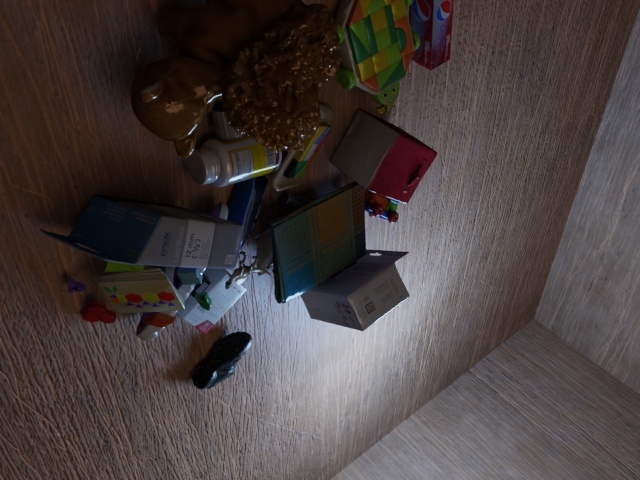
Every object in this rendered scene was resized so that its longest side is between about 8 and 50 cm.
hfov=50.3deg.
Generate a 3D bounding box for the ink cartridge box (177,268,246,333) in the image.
[{"bbox_3d":[-0.309,0.157,1.901,0.175,0.072,0.127,-47,145,-6],"label":"ink cartridge box"}]

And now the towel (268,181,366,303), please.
[{"bbox_3d":[0.000,0.000,1.986,0.370,0.040,0.271,-29,129,-38],"label":"towel"}]

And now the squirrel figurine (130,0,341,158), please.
[{"bbox_3d":[-0.172,-0.328,1.315,0.370,0.397,0.281,-48,152,-20],"label":"squirrel figurine"}]

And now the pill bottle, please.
[{"bbox_3d":[-0.207,-0.198,1.644,0.215,0.117,0.117,-20,136,-37],"label":"pill bottle"}]

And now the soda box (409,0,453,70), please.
[{"bbox_3d":[0.304,-0.608,1.872,0.083,0.092,0.263,-35,143,-24],"label":"soda box"}]

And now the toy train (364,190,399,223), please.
[{"bbox_3d":[0.165,-0.154,2.152,0.248,0.105,0.143,21,89,-48],"label":"toy train"}]

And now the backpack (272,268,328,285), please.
[{"bbox_3d":[-0.043,0.072,2.095,0.151,0.115,0.182,-58,148,5],"label":"backpack"}]

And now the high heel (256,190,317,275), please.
[{"bbox_3d":[-0.080,-0.005,1.990,0.186,0.093,0.261,15,101,-47],"label":"high heel"}]

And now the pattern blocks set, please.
[{"bbox_3d":[-0.419,0.120,1.581,0.325,0.026,0.285,2,143,1],"label":"pattern blocks set"}]

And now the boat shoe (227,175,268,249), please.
[{"bbox_3d":[-0.196,-0.054,1.807,0.089,0.109,0.258,-1,124,-53],"label":"boat shoe"}]

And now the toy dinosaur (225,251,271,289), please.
[{"bbox_3d":[-0.206,0.080,1.880,0.183,0.053,0.092,-20,131,-50],"label":"toy dinosaur"}]

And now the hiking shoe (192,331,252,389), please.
[{"bbox_3d":[-0.298,0.372,2.129,0.227,0.086,0.114,-43,159,-2],"label":"hiking shoe"}]

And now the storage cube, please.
[{"bbox_3d":[0.179,-0.242,1.976,0.193,0.215,0.183,15,111,-47],"label":"storage cube"}]

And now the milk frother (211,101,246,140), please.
[{"bbox_3d":[-0.177,-0.307,1.554,0.129,0.143,0.134,-41,143,-28],"label":"milk frother"}]

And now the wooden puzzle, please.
[{"bbox_3d":[-0.036,-0.242,1.787,0.238,0.044,0.221,-63,172,14],"label":"wooden puzzle"}]

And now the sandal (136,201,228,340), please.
[{"bbox_3d":[-0.367,0.074,1.716,0.102,0.169,0.416,29,99,-23],"label":"sandal"}]

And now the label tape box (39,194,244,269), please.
[{"bbox_3d":[-0.378,-0.022,1.478,0.348,0.249,0.115,9,95,-52],"label":"label tape box"}]

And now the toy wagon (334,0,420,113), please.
[{"bbox_3d":[0.153,-0.489,1.772,0.267,0.068,0.344,-35,126,-25],"label":"toy wagon"}]

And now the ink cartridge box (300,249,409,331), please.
[{"bbox_3d":[0.123,0.147,2.172,0.272,0.309,0.130,-33,107,-25],"label":"ink cartridge box"}]
